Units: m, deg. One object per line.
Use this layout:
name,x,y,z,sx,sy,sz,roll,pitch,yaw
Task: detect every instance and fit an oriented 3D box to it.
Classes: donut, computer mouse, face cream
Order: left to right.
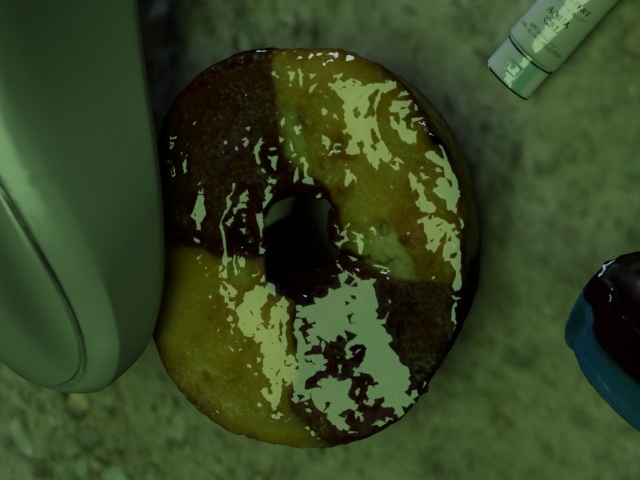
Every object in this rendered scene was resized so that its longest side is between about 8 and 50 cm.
computer mouse,-0.157,-0.072,0.895,0.184,0.121,0.297,13,106,55
donut,0.000,0.000,0.895,0.166,0.073,0.184,-5,98,26
face cream,0.118,-0.112,0.848,0.038,0.020,0.115,45,112,11

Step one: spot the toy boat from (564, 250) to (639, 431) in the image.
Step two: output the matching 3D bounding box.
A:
toy boat,0.204,0.075,0.815,0.223,0.100,0.097,24,145,24
